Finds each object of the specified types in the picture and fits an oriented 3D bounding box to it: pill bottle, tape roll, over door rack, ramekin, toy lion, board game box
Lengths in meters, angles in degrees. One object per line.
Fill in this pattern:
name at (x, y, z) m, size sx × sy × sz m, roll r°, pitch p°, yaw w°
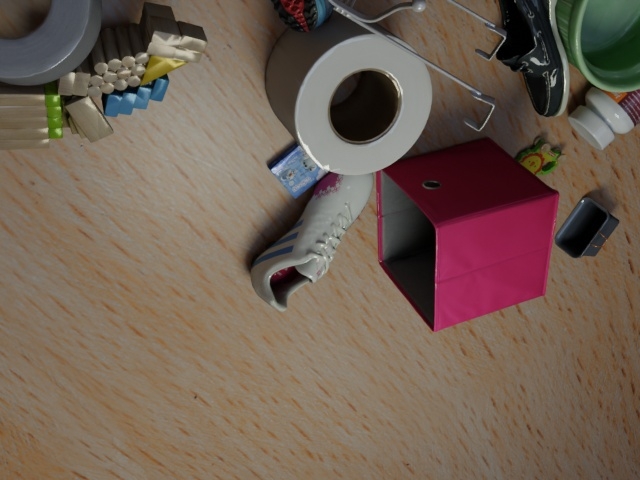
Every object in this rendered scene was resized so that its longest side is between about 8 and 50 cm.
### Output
pill bottle at (0.627, -0.298, 1.608) m, size 0.221 × 0.121 × 0.121 m, roll -44°, pitch 129°, yaw 8°
tape roll at (0.045, -0.255, 1.329) m, size 0.246 × 0.169 × 0.246 m, roll -11°, pitch 123°, yaw -16°
over door rack at (0.175, -0.361, 1.221) m, size 0.324 × 0.239 × 0.108 m, roll 37°, pitch 133°, yaw -16°
ramekin at (0.562, -0.446, 1.460) m, size 0.303 × 0.148 × 0.303 m, roll -12°, pitch 126°, yaw -18°
toy lion at (0.466, -0.169, 1.682) m, size 0.100 × 0.034 × 0.096 m, roll 22°, pitch 117°, yaw -35°
tape roll at (-0.415, -0.326, 1.066) m, size 0.219 × 0.072 × 0.219 m, roll 0°, pitch 94°, yaw -3°
board game box at (-0.039, -0.137, 1.472) m, size 0.090 × 0.020 × 0.090 m, roll -39°, pitch 131°, yaw 4°

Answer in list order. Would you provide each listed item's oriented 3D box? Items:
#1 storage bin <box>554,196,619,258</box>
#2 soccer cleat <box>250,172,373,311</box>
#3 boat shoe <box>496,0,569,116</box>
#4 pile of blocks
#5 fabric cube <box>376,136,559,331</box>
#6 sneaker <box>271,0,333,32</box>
storage bin at (0.635, -0.020, 1.825) m, size 0.091 × 0.098 × 0.135 m, roll 10°, pitch 117°, yaw -42°
soccer cleat at (0.000, 0.000, 1.503) m, size 0.116 × 0.143 × 0.331 m, roll 34°, pitch 103°, yaw -37°
boat shoe at (0.376, -0.370, 1.440) m, size 0.113 × 0.127 × 0.340 m, roll -23°, pitch 127°, yaw -8°
pile of blocks at (-0.346, -0.253, 1.202) m, size 0.362 × 0.112 × 0.149 m, roll -21°, pitch 141°, yaw -1°
fabric cube at (0.281, -0.019, 1.550) m, size 0.258 × 0.254 × 0.259 m, roll -15°, pitch 126°, yaw -15°
sneaker at (-0.038, -0.467, 1.219) m, size 0.125 × 0.104 × 0.262 m, roll -41°, pitch 126°, yaw -45°
